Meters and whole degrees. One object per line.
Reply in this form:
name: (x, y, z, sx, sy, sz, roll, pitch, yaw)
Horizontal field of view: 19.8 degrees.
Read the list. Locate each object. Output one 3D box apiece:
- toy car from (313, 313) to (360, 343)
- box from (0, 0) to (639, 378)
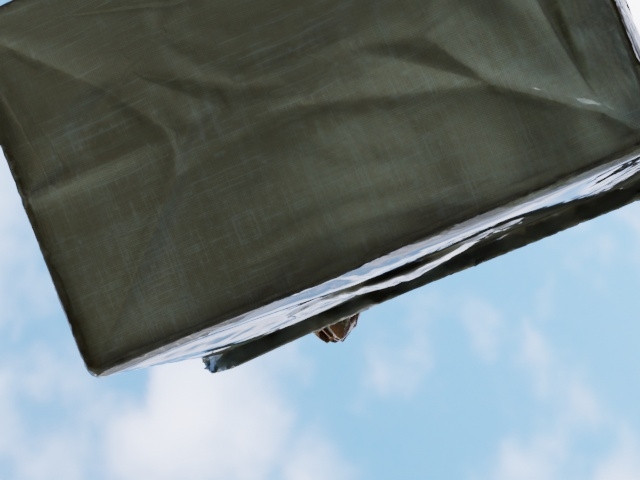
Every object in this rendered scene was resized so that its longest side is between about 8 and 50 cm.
toy car: (0.000, 0.000, 1.090, 0.059, 0.035, 0.122, 2, -109, -58)
box: (0.009, -0.053, 0.719, 0.149, 0.231, 0.155, 6, -117, -76)
